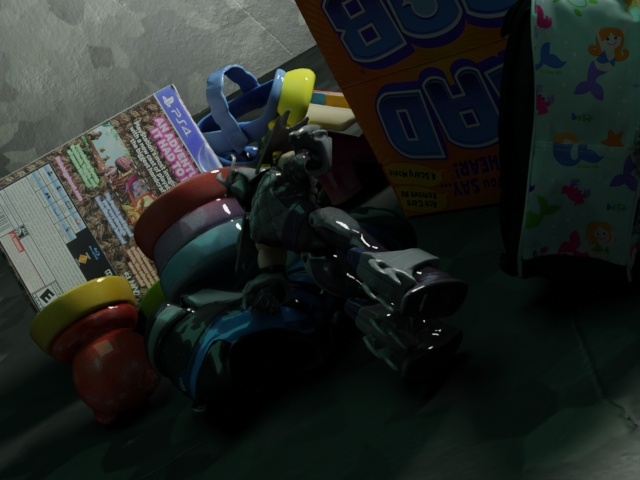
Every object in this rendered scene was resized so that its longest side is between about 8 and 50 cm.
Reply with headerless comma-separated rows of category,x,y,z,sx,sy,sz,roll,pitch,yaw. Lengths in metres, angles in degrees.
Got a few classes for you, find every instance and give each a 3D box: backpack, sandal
backpack,0.234,-0.109,0.914,0.191,0.254,0.225,-3,22,15
sandal,-0.114,-0.134,1.534,0.126,0.138,0.317,-77,10,-46

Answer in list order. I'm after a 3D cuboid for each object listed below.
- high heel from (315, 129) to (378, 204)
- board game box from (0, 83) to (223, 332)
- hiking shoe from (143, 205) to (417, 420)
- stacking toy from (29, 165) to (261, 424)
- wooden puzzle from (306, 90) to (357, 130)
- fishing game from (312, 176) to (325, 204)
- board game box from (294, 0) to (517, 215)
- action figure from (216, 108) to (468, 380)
high heel,0.048,-0.154,1.603,0.082,0.117,0.244,-14,21,42
board game box,-0.251,-0.016,1.412,0.291,0.232,0.141,-30,-9,-8
hiking shoe,-0.015,0.076,1.080,0.304,0.113,0.132,-30,43,-19
stacking toy,-0.127,0.065,1.216,0.309,0.130,0.279,-43,-21,27
wooden puzzle,0.085,-0.191,1.589,0.238,0.044,0.221,-6,13,-28
fishing game,-0.074,-0.069,1.698,0.264,0.041,0.189,-8,33,38
board game box,0.242,-0.283,1.239,0.356,0.356,0.356,-40,19,-34
action figure,0.000,0.000,0.952,0.099,0.185,0.285,-20,43,-38
